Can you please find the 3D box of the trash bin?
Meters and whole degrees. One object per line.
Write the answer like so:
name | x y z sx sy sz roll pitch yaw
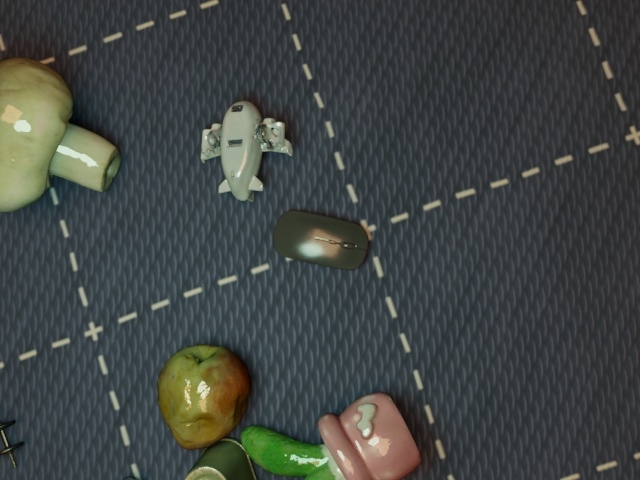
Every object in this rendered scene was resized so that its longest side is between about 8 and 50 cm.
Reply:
trash bin | -0.207 0.573 1.348 0.121 0.247 0.243 -20 83 -1

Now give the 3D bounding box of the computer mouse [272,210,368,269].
computer mouse | -0.001 0.000 1.486 0.232 0.057 0.120 14 86 4

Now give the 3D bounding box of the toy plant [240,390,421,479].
toy plant | 0.029 0.478 1.380 0.356 0.210 0.317 -32 45 -1

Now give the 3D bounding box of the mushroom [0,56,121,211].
mushroom | -0.669 -0.229 1.405 0.353 0.325 0.353 0 77 1

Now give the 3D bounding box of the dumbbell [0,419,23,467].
dumbbell | -0.753 0.472 1.470 0.069 0.069 0.147 -25 83 0

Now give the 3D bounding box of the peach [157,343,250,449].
peach | -0.271 0.359 1.400 0.214 0.214 0.235 10 96 4

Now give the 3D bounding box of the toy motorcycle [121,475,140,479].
toy motorcycle | -0.406 0.682 1.422 0.171 0.110 0.260 -45 79 10

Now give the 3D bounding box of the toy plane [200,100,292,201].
toy plane | -0.184 -0.216 1.491 0.245 0.117 0.244 -3 81 21
